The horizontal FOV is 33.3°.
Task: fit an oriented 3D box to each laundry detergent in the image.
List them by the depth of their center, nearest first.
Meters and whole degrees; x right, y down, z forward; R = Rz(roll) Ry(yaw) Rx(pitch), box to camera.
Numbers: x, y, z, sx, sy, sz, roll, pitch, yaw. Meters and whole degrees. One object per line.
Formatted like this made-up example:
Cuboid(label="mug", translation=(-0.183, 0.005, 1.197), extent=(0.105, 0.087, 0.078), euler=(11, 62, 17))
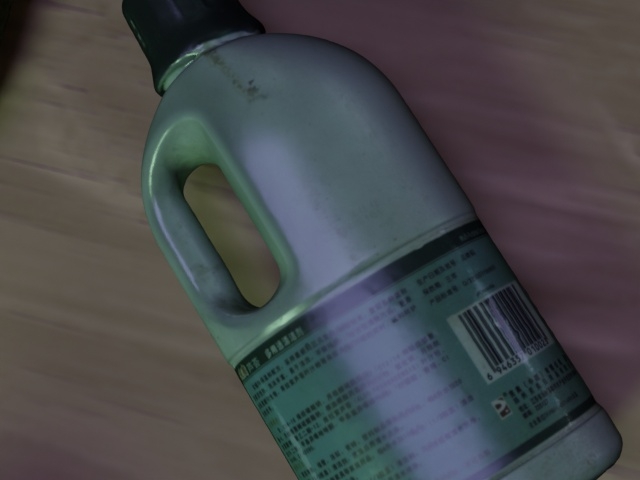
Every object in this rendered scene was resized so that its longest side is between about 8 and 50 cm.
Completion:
Cuboid(label="laundry detergent", translation=(0.000, 0.000, 0.365), extent=(0.099, 0.070, 0.225), euler=(-34, 81, 13))

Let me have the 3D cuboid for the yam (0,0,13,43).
Cuboid(label="yam", translation=(-0.148, -0.101, 0.402), extent=(0.070, 0.070, 0.146), euler=(17, 87, 11))
